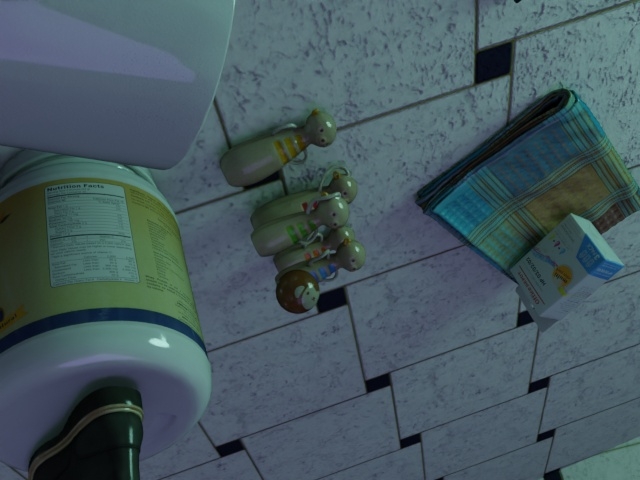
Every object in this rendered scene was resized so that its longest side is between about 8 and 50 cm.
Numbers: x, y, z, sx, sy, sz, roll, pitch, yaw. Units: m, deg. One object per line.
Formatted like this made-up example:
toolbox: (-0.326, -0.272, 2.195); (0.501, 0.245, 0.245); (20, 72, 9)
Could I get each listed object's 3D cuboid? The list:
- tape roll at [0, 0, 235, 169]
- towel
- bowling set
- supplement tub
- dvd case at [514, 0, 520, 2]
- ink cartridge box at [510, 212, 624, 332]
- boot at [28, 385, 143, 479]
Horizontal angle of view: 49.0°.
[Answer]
tape roll: (-0.191, -0.189, 0.570); (0.169, 0.246, 0.246); (7, 132, -31)
towel: (0.351, -0.061, 1.116); (0.271, 0.040, 0.370); (-38, 138, 19)
bowling set: (0.000, 0.000, 0.911); (0.154, 0.200, 0.287); (-24, 144, 1)
supplement tub: (-0.253, 0.060, 0.761); (0.228, 0.316, 0.228); (-13, 139, -11)
dvd case: (0.276, -0.378, 0.747); (0.221, 0.018, 0.164); (-34, 140, 13)
ink cartridge box: (0.389, 0.058, 1.160); (0.061, 0.104, 0.181); (14, 129, -37)
boot: (-0.211, 0.241, 0.625); (0.076, 0.137, 0.198); (8, 132, -31)
